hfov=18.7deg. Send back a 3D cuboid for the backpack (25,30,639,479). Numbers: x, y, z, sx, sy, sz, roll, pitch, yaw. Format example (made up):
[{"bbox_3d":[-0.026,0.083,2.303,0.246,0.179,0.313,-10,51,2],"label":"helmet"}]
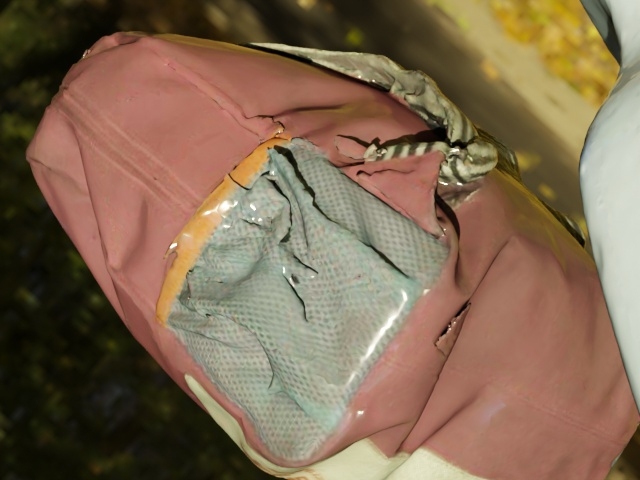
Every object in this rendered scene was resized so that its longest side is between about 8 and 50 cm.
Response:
[{"bbox_3d":[0.000,0.000,1.002,0.317,0.197,0.283,38,-175,36],"label":"backpack"}]

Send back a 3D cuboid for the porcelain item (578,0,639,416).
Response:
[{"bbox_3d":[0.202,0.040,0.653,0.242,0.179,0.405,46,-154,-57],"label":"porcelain item"}]
